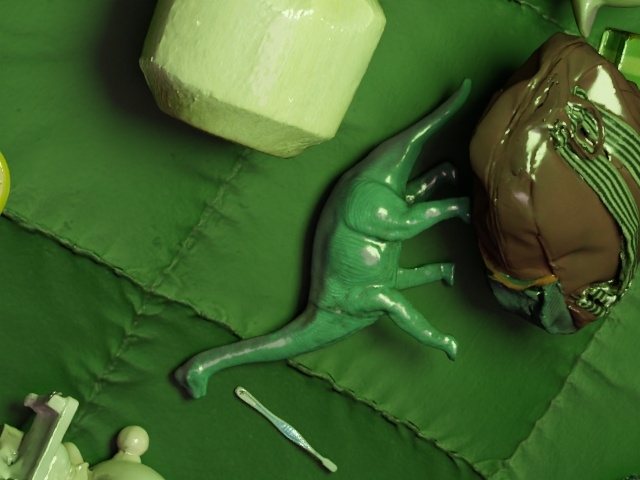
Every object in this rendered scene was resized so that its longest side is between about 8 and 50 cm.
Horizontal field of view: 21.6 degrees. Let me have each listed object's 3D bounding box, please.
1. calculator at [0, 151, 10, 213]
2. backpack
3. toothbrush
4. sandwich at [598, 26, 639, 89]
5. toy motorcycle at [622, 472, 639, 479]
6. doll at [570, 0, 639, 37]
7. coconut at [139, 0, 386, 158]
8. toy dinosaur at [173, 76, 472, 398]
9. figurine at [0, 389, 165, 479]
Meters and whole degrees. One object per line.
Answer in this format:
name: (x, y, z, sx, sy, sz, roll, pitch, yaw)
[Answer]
calculator: (-0.446, -0.028, 1.835, 0.235, 0.032, 0.146, -42, 108, -3)
backpack: (0.277, -0.075, 1.842, 0.283, 0.197, 0.317, -56, 148, -17)
toothbrush: (-0.040, 0.225, 1.996, 0.162, 0.017, 0.014, 41, 85, -18)
sandwich: (0.388, -0.200, 1.967, 0.116, 0.074, 0.074, 11, 100, -16)
toy motorcycle: (0.462, 0.363, 2.106, 0.130, 0.094, 0.229, -39, 113, -4)
doll: (0.419, -0.397, 1.865, 0.370, 0.226, 0.215, -19, 137, 2)
coconut: (-0.057, -0.230, 1.771, 0.237, 0.237, 0.266, 25, 98, -17)
toy dinosaur: (0.000, 0.000, 1.921, 0.331, 0.129, 0.383, 1, 101, -4)
figurine: (-0.253, 0.288, 1.906, 0.257, 0.182, 0.144, 36, 135, -24)
